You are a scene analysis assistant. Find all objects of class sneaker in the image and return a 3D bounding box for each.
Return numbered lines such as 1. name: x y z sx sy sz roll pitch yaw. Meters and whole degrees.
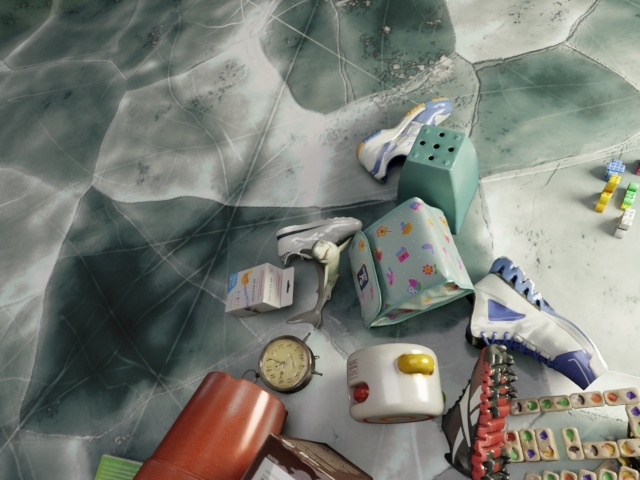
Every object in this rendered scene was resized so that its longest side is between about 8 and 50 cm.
1. sneaker: 0.417 0.199 0.981 0.182 0.127 0.315 -35 54 1
2. sneaker: 0.000 0.000 1.217 0.235 0.090 0.095 -14 74 13
3. sneaker: 0.307 0.338 0.919 0.135 0.097 0.276 2 82 50
4. sneaker: 0.250 -0.271 1.275 0.296 0.112 0.131 -33 74 3

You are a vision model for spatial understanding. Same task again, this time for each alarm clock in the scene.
1. alarm clock: -0.096 0.300 1.094 0.192 0.064 0.129 -19 61 3

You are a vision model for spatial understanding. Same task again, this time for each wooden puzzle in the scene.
1. wooden puzzle: 0.548 0.462 0.867 0.116 0.014 0.078 -35 56 -4

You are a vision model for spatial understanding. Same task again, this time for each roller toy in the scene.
1. roller toy: 0.149 0.291 0.955 0.191 0.209 0.146 -11 61 16

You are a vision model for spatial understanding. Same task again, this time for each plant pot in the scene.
1. plant pot: -0.210 0.435 0.948 0.272 0.272 0.265 11 53 20
2. plant pot: 0.282 -0.157 1.120 0.165 0.234 0.166 19 71 23

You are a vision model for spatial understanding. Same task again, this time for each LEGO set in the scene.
1. LEGO set: 0.701 -0.131 1.073 0.087 0.093 0.227 21 72 24

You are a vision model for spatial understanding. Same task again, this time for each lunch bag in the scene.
1. lunch bag: 0.181 0.063 1.075 0.262 0.160 0.223 -31 58 31

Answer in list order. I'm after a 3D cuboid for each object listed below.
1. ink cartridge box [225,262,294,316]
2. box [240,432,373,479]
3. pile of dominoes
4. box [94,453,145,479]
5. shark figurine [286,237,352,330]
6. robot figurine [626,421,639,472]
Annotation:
1. ink cartridge box: -0.153 0.122 1.159 0.181 0.061 0.104 -19 57 36
2. box: -0.031 0.469 0.811 0.143 0.381 0.191 27 75 23
3. pile of dominoes: 0.479 0.386 0.863 0.251 0.040 0.196 -19 58 28
4. box: -0.423 0.661 1.011 0.232 0.058 0.322 4 67 17
5. shark figurine: -0.012 0.077 1.122 0.116 0.278 0.166 24 40 19
6. robot figurine: 0.669 0.432 0.805 0.211 0.085 0.291 -4 63 8
